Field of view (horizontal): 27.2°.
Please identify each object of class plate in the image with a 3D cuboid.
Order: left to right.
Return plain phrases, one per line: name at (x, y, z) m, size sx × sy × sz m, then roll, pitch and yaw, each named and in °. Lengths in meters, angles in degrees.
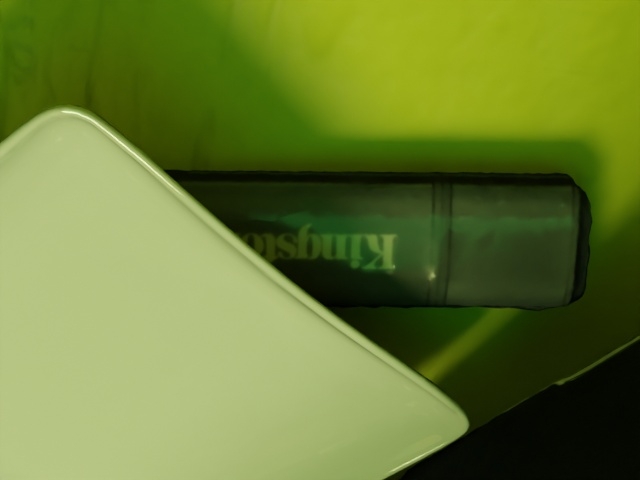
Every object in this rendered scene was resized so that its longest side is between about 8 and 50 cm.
plate at (-0.113, 0.073, 0.673) m, size 0.277 × 0.045 × 0.278 m, roll -33°, pitch 124°, yaw 27°

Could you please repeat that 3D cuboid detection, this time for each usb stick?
usb stick at (0.000, 0.000, 0.678) m, size 0.278 × 0.045 × 0.077 m, roll 1°, pitch 117°, yaw -3°

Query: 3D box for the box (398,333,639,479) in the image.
box at (0.233, 0.318, 0.649) m, size 0.472 × 0.297 × 0.480 m, roll 38°, pitch 126°, yaw -21°
